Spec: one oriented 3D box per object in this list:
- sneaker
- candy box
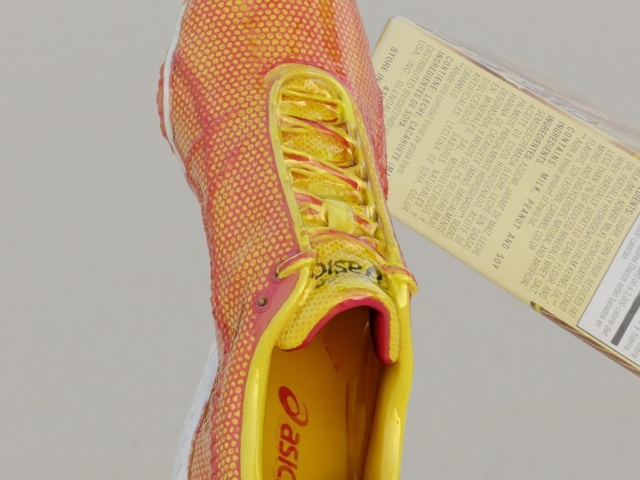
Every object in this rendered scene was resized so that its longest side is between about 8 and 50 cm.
[{"bbox_3d":[0.000,0.000,0.464,0.064,0.175,0.067,4,-18,-29],"label":"sneaker"},{"bbox_3d":[0.173,0.016,0.872,0.316,0.087,0.183,33,12,28],"label":"candy box"}]
